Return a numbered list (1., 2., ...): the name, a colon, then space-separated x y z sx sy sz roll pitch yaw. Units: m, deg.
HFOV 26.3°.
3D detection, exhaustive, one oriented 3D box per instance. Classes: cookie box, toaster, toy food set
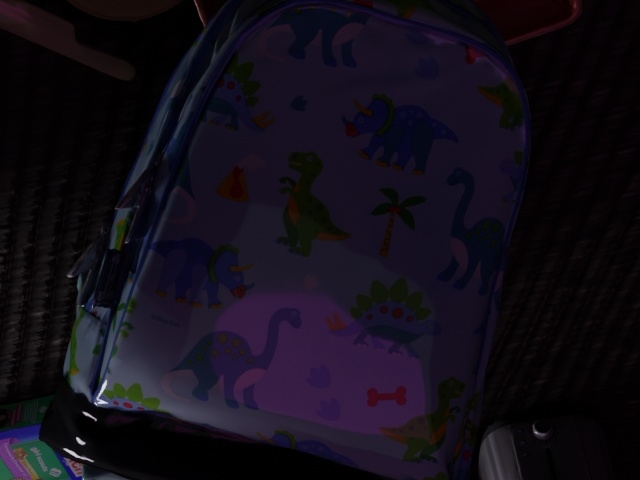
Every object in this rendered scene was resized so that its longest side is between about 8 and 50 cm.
1. cookie box: -0.249 0.186 1.243 0.107 0.040 0.092 -13 128 4
2. toaster: 0.223 0.280 1.298 0.129 0.146 0.227 -8 129 2
3. toy food set: -0.137 -0.213 0.940 0.132 0.038 0.192 25 112 -29

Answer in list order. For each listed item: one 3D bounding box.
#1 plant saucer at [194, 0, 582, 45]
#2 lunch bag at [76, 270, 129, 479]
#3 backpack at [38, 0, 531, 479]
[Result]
1. plant saucer: 0.030 -0.225 0.922 0.259 0.048 0.258 -18 129 2
2. lunch bag: -0.056 0.121 1.092 0.262 0.223 0.160 -8 134 -1
3. backpack: 0.000 0.000 0.866 0.290 0.356 0.273 18 168 0
